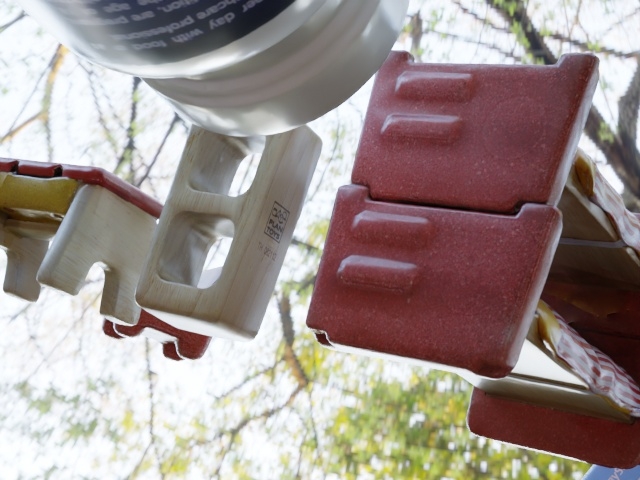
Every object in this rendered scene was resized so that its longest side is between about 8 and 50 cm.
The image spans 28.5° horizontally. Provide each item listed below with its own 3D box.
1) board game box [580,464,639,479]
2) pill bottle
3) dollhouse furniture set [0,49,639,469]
[{"bbox_3d":[0.228,0.284,0.689,0.232,0.291,0.141,-50,-36,-3],"label":"board game box"},{"bbox_3d":[-0.066,-0.150,0.432,0.153,0.153,0.264,-16,-29,16],"label":"pill bottle"},{"bbox_3d":[0.000,0.000,0.712,0.374,0.152,0.201,8,-17,34],"label":"dollhouse furniture set"}]
